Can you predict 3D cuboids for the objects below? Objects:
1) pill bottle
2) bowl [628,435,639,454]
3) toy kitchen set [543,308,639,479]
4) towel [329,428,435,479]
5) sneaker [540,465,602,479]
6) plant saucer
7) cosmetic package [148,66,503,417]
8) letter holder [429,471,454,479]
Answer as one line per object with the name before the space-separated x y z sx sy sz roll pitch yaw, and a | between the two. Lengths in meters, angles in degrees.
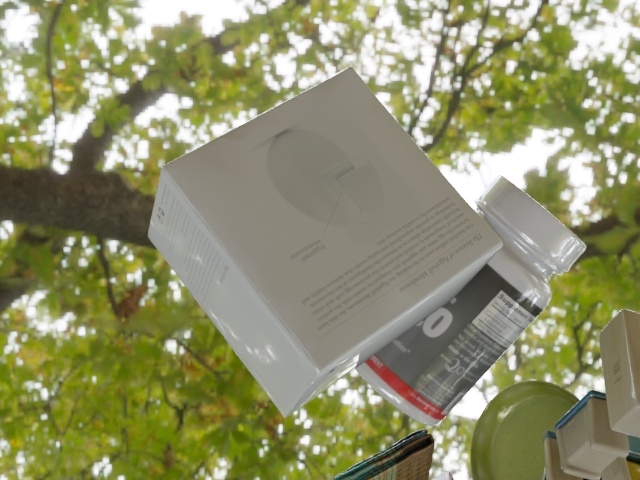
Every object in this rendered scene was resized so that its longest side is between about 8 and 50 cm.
pill bottle | 0.171 0.068 1.184 0.161 0.283 0.161 40 -172 -6
bowl | 0.576 0.344 1.497 0.312 0.163 0.311 -22 178 -1
toy kitchen set | 0.351 0.198 1.066 0.166 0.207 0.122 16 -133 -11
towel | -0.021 0.391 1.272 0.370 0.271 0.040 -24 -125 -19
sneaker | 0.306 0.361 1.232 0.083 0.118 0.222 16 -111 -1
plant saucer | 0.329 0.329 1.464 0.037 0.240 0.241 10 -159 -44
cosmetic package | 0.000 0.000 0.912 0.224 0.138 0.224 -32 -106 -27
letter holder | 0.104 0.517 1.556 0.302 0.152 0.214 -27 177 6
